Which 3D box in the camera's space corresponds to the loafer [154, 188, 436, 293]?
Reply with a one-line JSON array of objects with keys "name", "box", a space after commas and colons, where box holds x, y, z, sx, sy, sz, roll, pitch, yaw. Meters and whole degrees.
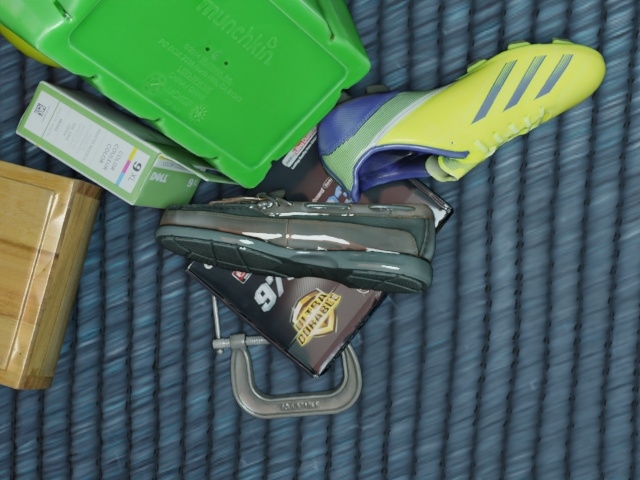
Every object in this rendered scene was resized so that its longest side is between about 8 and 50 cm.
[{"name": "loafer", "box": [-0.021, -0.010, 1.161, 0.267, 0.096, 0.084, 9, 72, 4]}]

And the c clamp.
[{"name": "c clamp", "box": [-0.037, 0.121, 1.264, 0.160, 0.022, 0.137, 0, 96, 8]}]

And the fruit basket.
[{"name": "fruit basket", "box": [-0.180, -0.250, 1.121, 0.392, 0.392, 0.283, 45, 100, 1]}]

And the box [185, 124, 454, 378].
[{"name": "box", "box": [0.000, 0.000, 1.219, 0.175, 0.051, 0.220, 40, 97, 8]}]

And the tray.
[{"name": "tray", "box": [-0.436, -0.006, 1.196, 0.410, 0.076, 0.203, 14, 88, 16]}]

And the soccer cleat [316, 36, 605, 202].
[{"name": "soccer cleat", "box": [0.140, -0.107, 1.143, 0.289, 0.093, 0.121, -16, 55, -6]}]

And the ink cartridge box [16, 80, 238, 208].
[{"name": "ink cartridge box", "box": [-0.183, -0.079, 1.193, 0.209, 0.109, 0.062, 30, 98, 19]}]
